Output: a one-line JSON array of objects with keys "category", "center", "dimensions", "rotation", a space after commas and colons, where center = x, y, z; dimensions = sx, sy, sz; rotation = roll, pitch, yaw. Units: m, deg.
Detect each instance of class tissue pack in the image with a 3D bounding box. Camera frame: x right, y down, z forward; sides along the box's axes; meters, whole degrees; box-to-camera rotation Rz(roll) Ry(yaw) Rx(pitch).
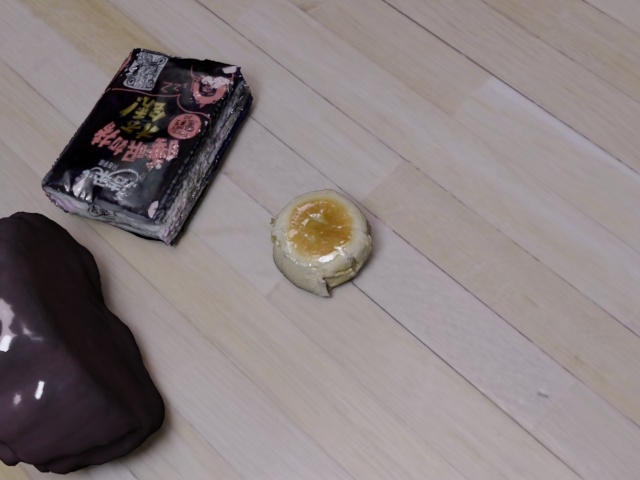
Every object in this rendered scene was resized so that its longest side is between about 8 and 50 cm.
[{"category": "tissue pack", "center": [-0.288, -0.166, 1.670], "dimensions": [0.245, 0.123, 0.332], "rotation": [16, 64, 22]}]

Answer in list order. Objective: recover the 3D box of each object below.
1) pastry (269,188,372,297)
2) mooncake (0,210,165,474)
[{"category": "pastry", "center": [0.000, 0.000, 1.560], "dimensions": [0.166, 0.088, 0.165], "rotation": [-4, 63, 9]}, {"category": "mooncake", "center": [-0.411, 0.143, 1.418], "dimensions": [0.212, 0.350, 0.381], "rotation": [-30, 52, 0]}]
